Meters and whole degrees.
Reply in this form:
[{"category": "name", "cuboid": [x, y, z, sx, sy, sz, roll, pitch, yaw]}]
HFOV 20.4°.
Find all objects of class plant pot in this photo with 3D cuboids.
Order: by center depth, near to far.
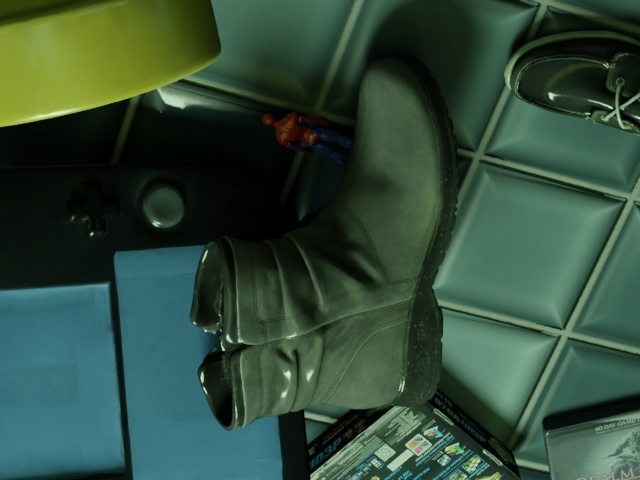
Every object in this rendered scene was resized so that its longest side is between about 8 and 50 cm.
[{"category": "plant pot", "cuboid": [-0.227, -0.238, 1.440, 0.254, 0.254, 0.239, -12, 105, 0]}]

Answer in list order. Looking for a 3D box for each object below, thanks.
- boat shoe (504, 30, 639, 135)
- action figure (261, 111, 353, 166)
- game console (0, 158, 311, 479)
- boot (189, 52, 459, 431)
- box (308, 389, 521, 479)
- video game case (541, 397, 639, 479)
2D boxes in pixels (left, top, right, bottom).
[{"category": "boat shoe", "cuboid": [0.288, -0.139, 1.651, 0.233, 0.079, 0.084, 9, 120, -11]}, {"category": "action figure", "cuboid": [-0.004, -0.095, 1.664, 0.115, 0.030, 0.038, 20, 112, -24]}, {"category": "game console", "cuboid": [-0.178, 0.123, 1.596, 0.342, 0.060, 0.386, -3, 84, -29]}, {"category": "boot", "cuboid": [0.000, 0.000, 1.587, 0.223, 0.118, 0.338, -2, 93, -27]}, {"category": "box", "cuboid": [0.072, 0.257, 1.870, 0.220, 0.051, 0.175, -42, 117, 16]}, {"category": "video game case", "cuboid": [0.355, 0.288, 1.943, 0.196, 0.026, 0.274, -13, 122, 0]}]
